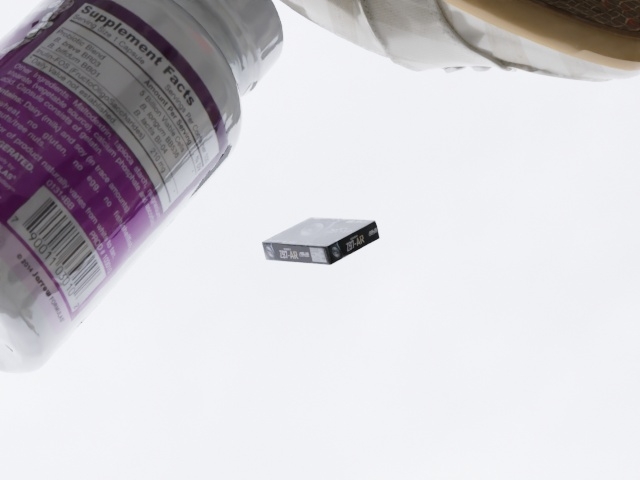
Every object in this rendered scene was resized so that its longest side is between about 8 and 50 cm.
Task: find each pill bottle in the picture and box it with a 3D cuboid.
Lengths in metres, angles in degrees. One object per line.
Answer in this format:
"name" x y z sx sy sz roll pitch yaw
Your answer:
"pill bottle" -0.159 -0.071 0.840 0.169 0.169 0.301 34 -118 9

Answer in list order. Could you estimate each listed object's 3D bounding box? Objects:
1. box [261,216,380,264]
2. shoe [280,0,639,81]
"box" 0.000 0.000 1.102 0.067 0.083 0.018 -28 -68 -40
"shoe" 0.033 -0.111 0.499 0.219 0.058 0.076 27 -133 16
